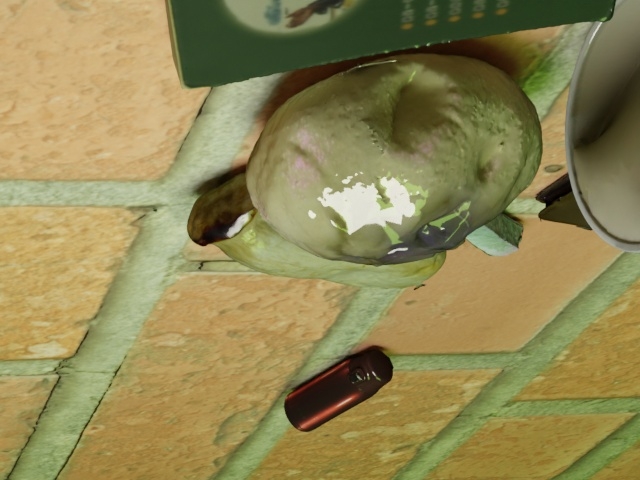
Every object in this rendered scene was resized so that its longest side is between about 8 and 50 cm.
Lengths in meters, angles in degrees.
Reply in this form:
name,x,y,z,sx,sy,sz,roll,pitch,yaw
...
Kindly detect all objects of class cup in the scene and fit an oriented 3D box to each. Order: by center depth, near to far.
name,x,y,z,sx,sy,sz,roll,pitch,yaw
cup,0.426,-0.081,1.674,0.327,0.236,0.323,5,-163,-26

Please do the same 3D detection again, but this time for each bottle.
name,x,y,z,sx,sy,sz,roll,pitch,yaw
bottle,0.024,0.181,2.415,0.060,0.060,0.164,10,149,-38

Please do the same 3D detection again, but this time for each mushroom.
name,x,y,z,sx,sy,sz,roll,pitch,yaw
mushroom,0.000,0.000,1.969,0.100,0.081,0.312,-21,156,39

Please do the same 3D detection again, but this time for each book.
name,x,y,z,sx,sy,sz,roll,pitch,yaw
book,0.061,-0.223,1.538,0.371,0.043,0.260,-9,155,-5

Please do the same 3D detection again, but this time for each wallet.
name,x,y,z,sx,sy,sz,roll,pitch,yaw
wallet,0.313,-0.065,1.995,0.110,0.031,0.198,8,152,-33

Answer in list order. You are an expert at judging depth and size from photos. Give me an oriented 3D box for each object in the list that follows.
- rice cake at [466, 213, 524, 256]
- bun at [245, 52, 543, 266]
name,x,y,z,sx,sy,sz,roll,pitch,yaw
rice cake,0.150,-0.027,2.017,0.043,0.034,0.211,-11,158,27
bun,0.063,-0.057,1.759,0.273,0.168,0.273,-12,163,-4
